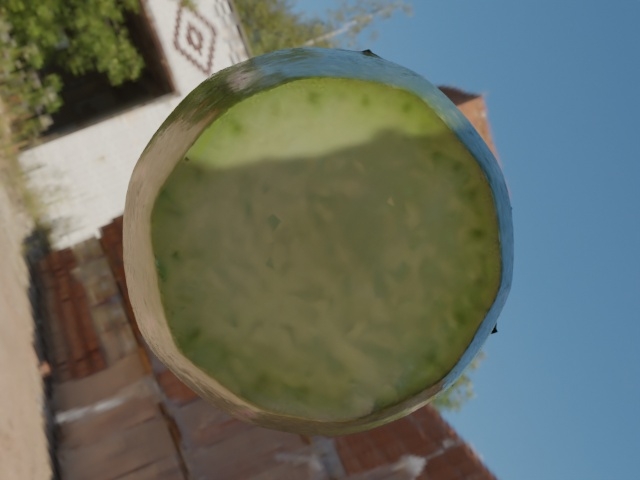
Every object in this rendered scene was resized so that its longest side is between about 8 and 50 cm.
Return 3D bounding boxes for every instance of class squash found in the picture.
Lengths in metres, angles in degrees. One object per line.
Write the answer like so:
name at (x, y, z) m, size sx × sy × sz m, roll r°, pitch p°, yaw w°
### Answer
squash at (0.000, 0.000, 0.417) m, size 0.123 × 0.170 × 0.170 m, roll 116°, pitch -48°, yaw -89°
